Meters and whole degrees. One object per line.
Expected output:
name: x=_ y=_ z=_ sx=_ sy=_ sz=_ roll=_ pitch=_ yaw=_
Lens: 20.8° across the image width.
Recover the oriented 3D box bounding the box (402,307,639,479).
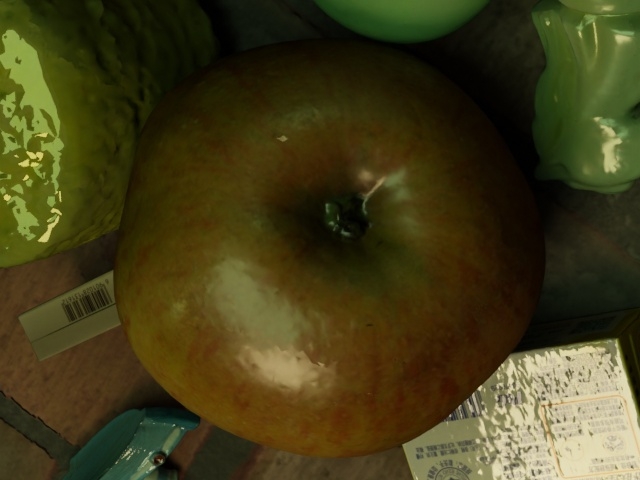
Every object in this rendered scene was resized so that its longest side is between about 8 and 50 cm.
box: x=0.211 y=0.173 z=1.747 sx=0.265 sy=0.097 sz=0.168 roll=-13 pitch=103 yaw=30

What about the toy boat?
toy boat: x=-0.210 y=0.258 z=2.006 sx=0.102 sy=0.088 sz=0.215 roll=30 pitch=125 yaw=-27

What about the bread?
bread: x=-0.296 y=-0.153 z=1.749 sx=0.348 sy=0.308 sz=0.348 roll=7 pitch=108 yaw=23

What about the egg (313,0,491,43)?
egg: x=0.065 y=-0.310 z=1.563 sx=0.220 sy=0.220 sz=0.269 roll=-12 pitch=104 yaw=29

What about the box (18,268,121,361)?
box: x=-0.209 y=0.055 z=1.883 sx=0.201 sy=0.141 sz=0.058 roll=-25 pitch=91 yaw=29

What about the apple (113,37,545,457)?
apple: x=0.000 y=0.000 z=1.607 sx=0.400 sy=0.333 sz=0.400 roll=-2 pitch=69 yaw=6

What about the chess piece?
chess piece: x=0.271 y=-0.172 z=1.575 sx=0.176 sy=0.176 sz=0.298 roll=8 pitch=125 yaw=23
